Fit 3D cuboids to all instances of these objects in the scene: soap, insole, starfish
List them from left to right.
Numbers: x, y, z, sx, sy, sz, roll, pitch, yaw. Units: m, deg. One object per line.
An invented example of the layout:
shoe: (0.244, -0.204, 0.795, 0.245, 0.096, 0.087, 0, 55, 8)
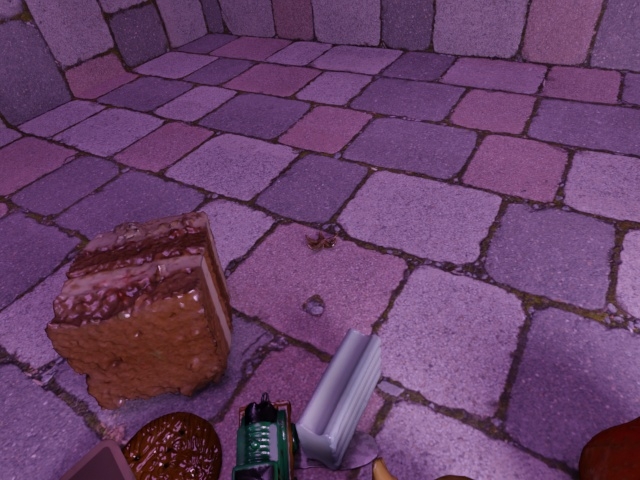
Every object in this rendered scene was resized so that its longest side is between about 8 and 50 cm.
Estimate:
starfish: (0.000, 0.000, 1.055, 0.091, 0.028, 0.078, 11, 40, 23)
insole: (0.001, 0.356, 0.687, 0.193, 0.006, 0.065, -7, 43, 1)
soap: (0.039, 0.262, 0.691, 0.066, 0.119, 0.198, 15, 44, 24)

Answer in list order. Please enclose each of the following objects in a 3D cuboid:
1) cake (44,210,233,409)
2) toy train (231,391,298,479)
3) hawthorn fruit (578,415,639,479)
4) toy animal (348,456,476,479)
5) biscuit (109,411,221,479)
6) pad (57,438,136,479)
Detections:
cake: (-0.318, 0.119, 0.789, 0.255, 0.282, 0.290, -10, 41, -8)
toy train: (-0.086, 0.337, 0.618, 0.091, 0.136, 0.228, -9, 51, 2)
hawthorn fruit: (0.460, 0.303, 0.464, 0.253, 0.300, 0.254, -2, 43, 2)
toy animal: (0.131, 0.385, 0.526, 0.281, 0.169, 0.196, -4, 85, -3)
biscuit: (-0.260, 0.381, 0.683, 0.187, 0.027, 0.188, -3, 43, 3)
pad: (-0.341, 0.452, 0.612, 0.176, 0.002, 0.266, -42, 52, -18)
